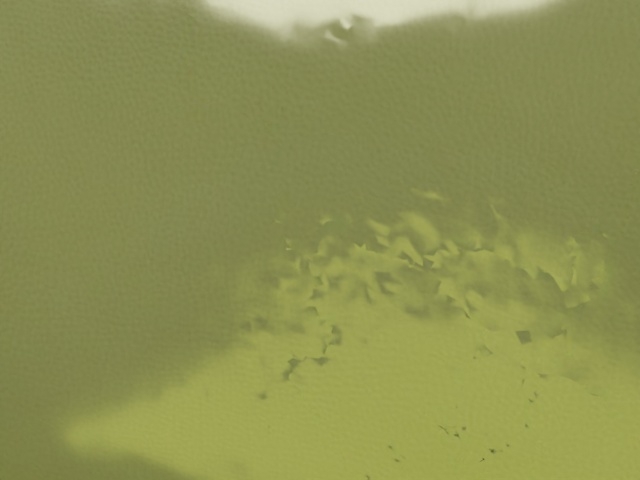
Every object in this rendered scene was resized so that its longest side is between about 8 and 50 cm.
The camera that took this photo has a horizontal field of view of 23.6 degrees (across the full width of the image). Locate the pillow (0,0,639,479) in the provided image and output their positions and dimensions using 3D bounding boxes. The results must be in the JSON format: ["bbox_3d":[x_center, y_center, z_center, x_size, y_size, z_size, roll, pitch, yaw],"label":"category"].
[{"bbox_3d":[0.000,0.000,0.397,0.322,0.120,0.255,6,98,18],"label":"pillow"}]
